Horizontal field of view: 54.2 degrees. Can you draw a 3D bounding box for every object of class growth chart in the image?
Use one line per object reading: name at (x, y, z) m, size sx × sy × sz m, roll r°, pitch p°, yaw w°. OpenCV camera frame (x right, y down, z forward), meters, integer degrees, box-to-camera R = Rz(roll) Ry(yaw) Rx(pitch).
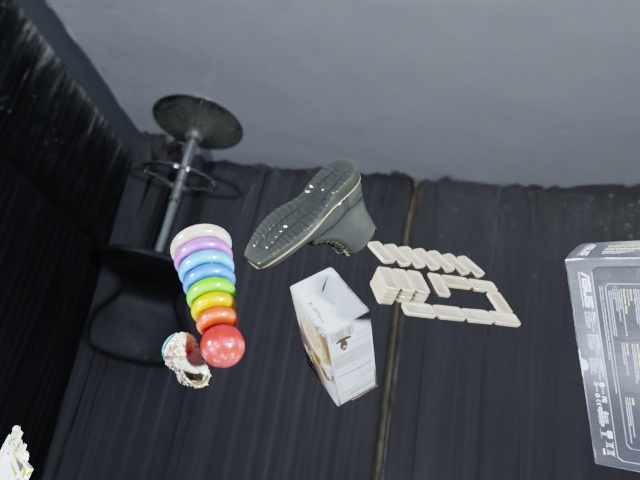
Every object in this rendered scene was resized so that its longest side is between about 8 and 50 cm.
growth chart at (-0.616, 0.488, 1.230) m, size 0.021 × 0.172 × 0.237 m, roll 32°, pitch -179°, yaw -39°

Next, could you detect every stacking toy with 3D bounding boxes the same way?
stacking toy at (-0.229, 0.126, 1.349) m, size 0.141 × 0.330 × 0.141 m, roll -14°, pitch 143°, yaw -11°

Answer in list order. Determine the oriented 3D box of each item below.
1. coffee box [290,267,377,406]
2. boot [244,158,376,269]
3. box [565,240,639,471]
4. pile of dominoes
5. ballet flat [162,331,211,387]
coffee box at (0.029, 0.194, 1.244) m, size 0.098 × 0.141 × 0.246 m, roll -25°, pitch 136°, yaw -16°
boot at (0.000, 0.000, 0.874) m, size 0.077 × 0.198 × 0.137 m, roll 35°, pitch 160°, yaw 44°
box at (0.347, 0.115, 0.597) m, size 0.183 × 0.231 × 0.056 m, roll -4°, pitch -167°, yaw 41°
pile of dominoes at (0.212, 0.088, 1.137) m, size 0.251 × 0.196 × 0.040 m, roll 9°, pitch 124°, yaw -22°
ballet flat at (-0.281, 0.265, 1.367) m, size 0.077 × 0.091 × 0.241 m, roll 26°, pitch 157°, yaw 11°
